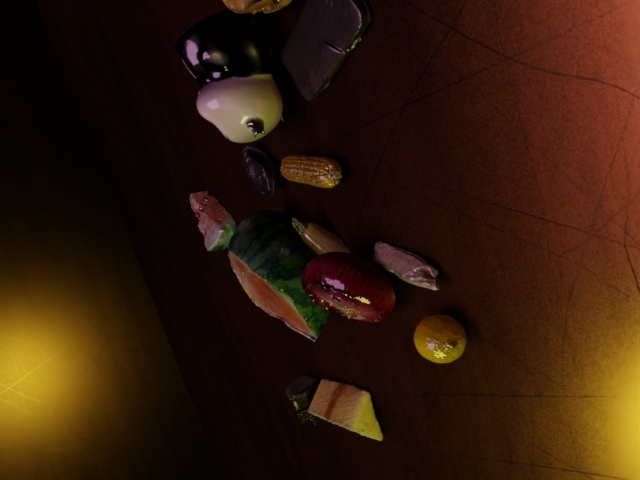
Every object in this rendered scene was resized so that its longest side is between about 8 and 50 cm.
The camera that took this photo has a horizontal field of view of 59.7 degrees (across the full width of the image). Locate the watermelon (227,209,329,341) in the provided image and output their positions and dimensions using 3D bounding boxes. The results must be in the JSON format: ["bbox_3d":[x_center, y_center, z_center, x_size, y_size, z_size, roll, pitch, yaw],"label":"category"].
[{"bbox_3d":[-0.122,0.088,1.543,0.292,0.222,0.319,19,93,27],"label":"watermelon"}]

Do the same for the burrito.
[{"bbox_3d":[0.197,0.060,1.306,0.058,0.063,0.229,37,174,-35],"label":"burrito"}]

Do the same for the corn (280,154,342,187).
[{"bbox_3d":[-0.025,-0.183,1.447,0.238,0.080,0.080,21,127,52],"label":"corn"}]

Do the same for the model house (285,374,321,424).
[{"bbox_3d":[-0.047,0.561,1.915,0.106,0.165,0.152,-18,96,41],"label":"model house"}]

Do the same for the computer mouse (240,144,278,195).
[{"bbox_3d":[-0.174,-0.209,1.664,0.192,0.062,0.105,52,147,32],"label":"computer mouse"}]

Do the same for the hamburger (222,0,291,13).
[{"bbox_3d":[-0.141,-0.631,1.252,0.244,0.163,0.244,22,121,44],"label":"hamburger"}]

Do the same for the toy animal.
[{"bbox_3d":[-0.218,-0.409,1.441,0.251,0.251,0.309,-7,112,57],"label":"toy animal"}]

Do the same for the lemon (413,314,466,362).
[{"bbox_3d":[0.267,0.220,1.253,0.133,0.109,0.109,8,117,64],"label":"lemon"}]

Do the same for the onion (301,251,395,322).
[{"bbox_3d":[0.071,0.114,1.399,0.248,0.248,0.161,5,80,55],"label":"onion"}]

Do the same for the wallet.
[{"bbox_3d":[0.000,-0.461,1.263,0.165,0.042,0.309,62,148,9],"label":"wallet"}]

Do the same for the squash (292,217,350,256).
[{"bbox_3d":[0.003,-0.001,1.530,0.200,0.075,0.090,44,167,-5],"label":"squash"}]

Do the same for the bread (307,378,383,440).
[{"bbox_3d":[0.073,0.537,1.752,0.266,0.142,0.178,-9,87,55],"label":"bread"}]

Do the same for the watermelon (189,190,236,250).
[{"bbox_3d":[-0.405,-0.090,2.072,0.241,0.094,0.154,55,139,22],"label":"watermelon"}]
